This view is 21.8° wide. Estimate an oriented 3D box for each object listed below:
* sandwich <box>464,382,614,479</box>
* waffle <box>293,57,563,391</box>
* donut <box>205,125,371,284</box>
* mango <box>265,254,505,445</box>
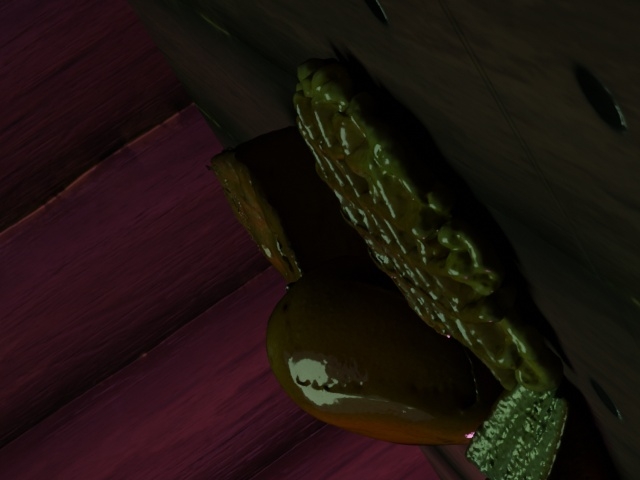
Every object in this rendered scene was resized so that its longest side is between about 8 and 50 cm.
[{"bbox_3d":[0.183,0.190,1.342,0.090,0.088,0.244,48,171,38],"label":"sandwich"},{"bbox_3d":[0.073,-0.007,1.275,0.301,0.058,0.281,49,172,49],"label":"waffle"},{"bbox_3d":[-0.002,-0.002,1.722,0.277,0.108,0.277,55,175,7],"label":"donut"},{"bbox_3d":[0.062,0.104,1.502,0.236,0.136,0.166,27,121,20],"label":"mango"}]
